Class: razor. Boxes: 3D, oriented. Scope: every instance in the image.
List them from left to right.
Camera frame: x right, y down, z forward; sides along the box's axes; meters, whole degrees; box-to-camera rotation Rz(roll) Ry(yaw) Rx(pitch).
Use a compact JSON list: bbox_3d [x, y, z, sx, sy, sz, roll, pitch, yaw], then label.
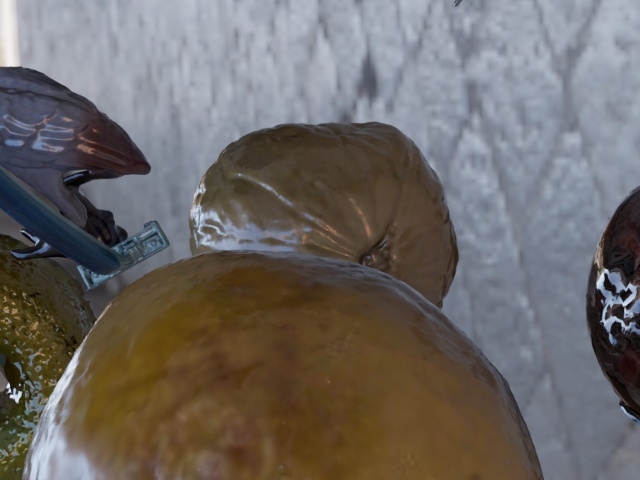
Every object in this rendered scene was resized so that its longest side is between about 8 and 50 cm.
[{"bbox_3d":[-0.171,-0.013,1.081,0.191,0.068,0.037,40,-155,-55],"label":"razor"}]

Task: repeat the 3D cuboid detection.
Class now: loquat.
[{"bbox_3d":[-0.019,0.114,0.702,0.238,0.193,0.238,-30,49,42],"label":"loquat"}]

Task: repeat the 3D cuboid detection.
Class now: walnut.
[{"bbox_3d":[0.000,0.000,1.381,0.228,0.228,0.228,176,90,-79],"label":"walnut"}]

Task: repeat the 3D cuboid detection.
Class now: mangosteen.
[{"bbox_3d":[0.531,0.100,2.122,0.381,0.421,0.381,-39,32,31],"label":"mangosteen"}]

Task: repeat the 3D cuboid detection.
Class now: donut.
[{"bbox_3d":[-0.339,0.128,1.647,0.107,0.272,0.272,-100,8,-76],"label":"donut"}]

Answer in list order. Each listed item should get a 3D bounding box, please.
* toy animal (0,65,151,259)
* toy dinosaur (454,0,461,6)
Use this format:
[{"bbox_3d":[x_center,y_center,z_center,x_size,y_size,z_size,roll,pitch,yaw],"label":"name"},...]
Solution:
[{"bbox_3d":[-0.276,-0.102,1.460,0.195,0.324,0.090,-26,25,38],"label":"toy animal"},{"bbox_3d":[0.105,-0.245,0.993,0.108,0.032,0.220,-155,76,-71],"label":"toy dinosaur"}]
